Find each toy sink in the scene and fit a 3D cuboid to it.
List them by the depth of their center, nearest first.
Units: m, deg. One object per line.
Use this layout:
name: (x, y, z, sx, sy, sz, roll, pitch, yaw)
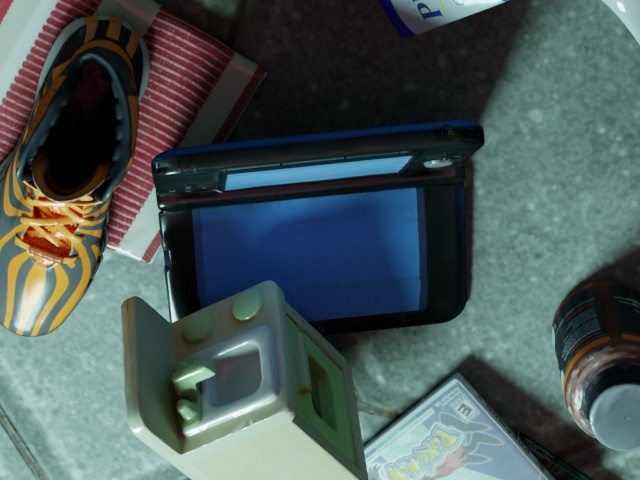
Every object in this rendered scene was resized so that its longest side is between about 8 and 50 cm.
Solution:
toy sink: (-0.065, 0.141, 1.708, 0.131, 0.152, 0.234, -25, 138, 19)

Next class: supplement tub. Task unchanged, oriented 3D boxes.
supplement tub: (0.275, 0.121, 1.722, 0.106, 0.198, 0.106, 1, 112, 2)

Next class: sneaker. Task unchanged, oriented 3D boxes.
sneaker: (-0.241, -0.038, 1.638, 0.125, 0.180, 0.321, 14, 110, -7)

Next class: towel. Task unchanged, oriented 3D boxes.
towel: (-0.248, -0.146, 1.713, 0.329, 0.037, 0.237, 29, 108, -12)

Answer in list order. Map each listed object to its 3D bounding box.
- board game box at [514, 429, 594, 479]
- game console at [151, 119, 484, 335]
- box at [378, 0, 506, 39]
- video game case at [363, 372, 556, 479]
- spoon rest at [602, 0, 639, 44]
board game box: (0.195, 0.297, 1.889, 0.126, 0.026, 0.186, 34, 109, -12)
game console: (0.000, 0.000, 1.683, 0.293, 0.250, 0.173, -7, 86, -4)
box: (0.106, -0.260, 1.610, 0.137, 0.072, 0.126, -18, 113, 38)
video game case: (0.124, 0.261, 1.854, 0.201, 0.023, 0.183, -41, 94, 18)
spoon rest: (0.249, -0.259, 1.641, 0.137, 0.084, 0.276, -32, 95, 12)
